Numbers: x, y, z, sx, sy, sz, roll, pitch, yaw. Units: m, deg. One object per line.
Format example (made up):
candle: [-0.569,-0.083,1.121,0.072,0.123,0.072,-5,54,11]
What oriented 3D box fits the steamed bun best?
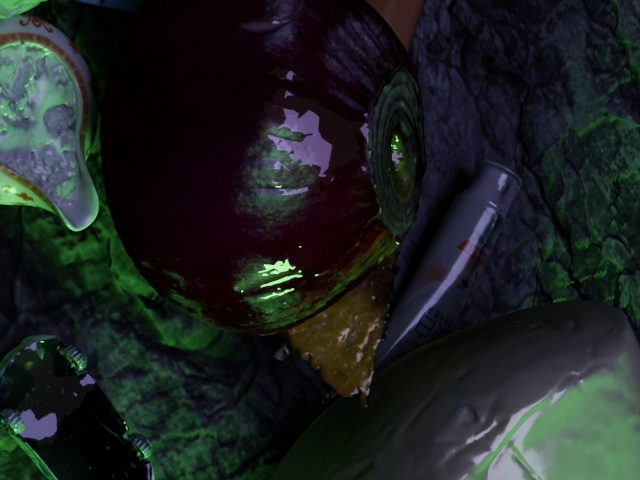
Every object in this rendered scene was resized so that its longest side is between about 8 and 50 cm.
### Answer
steamed bun: [0.152,0.290,1.527,0.456,0.290,0.371,-33,110,-26]

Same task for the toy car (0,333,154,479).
toy car: [-0.224,0.176,1.339,0.095,0.056,0.205,-49,125,-29]

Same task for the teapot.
teapot: [-0.269,-0.123,1.255,0.159,0.116,0.246,-36,117,-21]

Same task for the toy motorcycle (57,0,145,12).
toy motorcycle: [-0.187,-0.295,1.316,0.272,0.123,0.182,3,100,-42]

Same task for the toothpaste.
toothpaste: [0.127,0.062,1.648,0.100,0.066,0.323,36,77,-37]

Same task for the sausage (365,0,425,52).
sausage: [0.064,-0.298,1.535,0.121,0.121,0.304,30,72,-38]

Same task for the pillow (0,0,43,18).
pillow: [-0.293,-0.283,1.131,0.310,0.138,0.283,-27,90,-8]

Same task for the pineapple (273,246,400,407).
pineapple: [-0.001,0.002,1.502,0.161,0.158,0.335,10,78,-3]

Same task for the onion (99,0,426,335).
onion: [-0.060,-0.084,1.290,0.260,0.281,0.337,10,95,-70]
